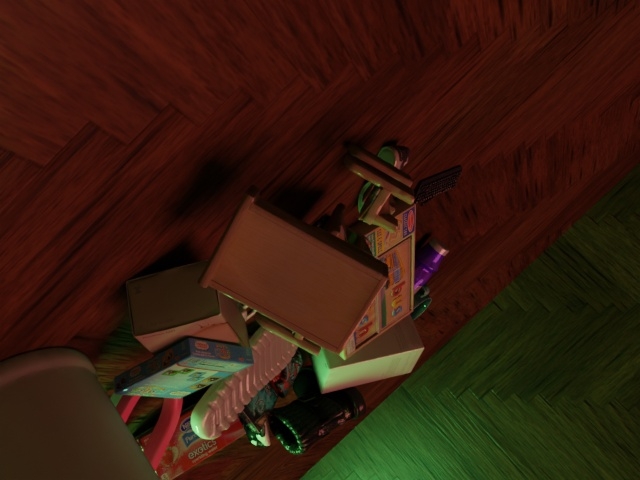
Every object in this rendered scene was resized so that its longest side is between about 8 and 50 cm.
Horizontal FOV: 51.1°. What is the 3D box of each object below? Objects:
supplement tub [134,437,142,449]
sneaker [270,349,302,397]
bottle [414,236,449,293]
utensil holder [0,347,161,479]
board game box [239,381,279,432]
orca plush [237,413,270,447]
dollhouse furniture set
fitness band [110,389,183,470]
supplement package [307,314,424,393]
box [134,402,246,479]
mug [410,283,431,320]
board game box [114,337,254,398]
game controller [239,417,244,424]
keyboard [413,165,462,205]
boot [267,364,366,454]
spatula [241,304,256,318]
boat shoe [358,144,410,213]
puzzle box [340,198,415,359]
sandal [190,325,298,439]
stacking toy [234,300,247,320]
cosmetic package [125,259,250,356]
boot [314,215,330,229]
[{"bbox_3d":[-0.476,0.472,1.510,0.106,0.106,0.197,-35,156,-16],"label":"supplement tub"},{"bbox_3d":[-0.111,0.350,1.923,0.125,0.104,0.261,-52,166,-27],"label":"sneaker"},{"bbox_3d":[0.283,0.113,2.086,0.282,0.092,0.118,-50,176,19],"label":"bottle"},{"bbox_3d":[-0.449,0.432,1.128,0.328,0.385,0.327,-34,155,-18],"label":"utensil holder"},{"bbox_3d":[-0.183,0.407,1.779,0.126,0.026,0.186,-61,137,-38],"label":"board game box"},{"bbox_3d":[-0.212,0.479,1.891,0.102,0.151,0.287,-10,133,-4],"label":"orca plush"},{"bbox_3d":[-0.028,0.008,1.222,0.362,0.257,0.394,-59,-176,16],"label":"dollhouse furniture set"},{"bbox_3d":[-0.396,0.414,1.449,0.290,0.054,0.209,-66,149,-26],"label":"fitness band"},{"bbox_3d":[0.124,0.311,1.979,0.293,0.175,0.177,-10,147,-16],"label":"supplement package"},{"bbox_3d":[-0.340,0.505,1.712,0.257,0.128,0.123,-23,174,-37],"label":"box"},{"bbox_3d":[0.308,0.199,2.281,0.157,0.097,0.129,-47,156,10],"label":"mug"},{"bbox_3d":[-0.256,0.245,1.258,0.212,0.039,0.160,-30,150,28],"label":"board game box"},{"bbox_3d":[-0.272,0.516,1.988,0.319,0.067,0.166,-23,136,-39],"label":"game controller"},{"bbox_3d":[0.307,-0.137,1.792,0.180,0.023,0.108,-22,150,-37],"label":"keyboard"},{"bbox_3d":[-0.057,0.506,2.041,0.260,0.131,0.348,-24,-166,-29],"label":"boot"},{"bbox_3d":[-0.188,0.169,1.547,0.242,0.019,0.168,-38,157,-9],"label":"spatula"},{"bbox_3d":[0.145,-0.125,1.491,0.065,0.075,0.206,-19,143,-37],"label":"boat shoe"},{"bbox_3d":[0.138,0.107,1.768,0.272,0.052,0.408,-32,138,-25],"label":"puzzle box"},{"bbox_3d":[-0.192,0.307,1.675,0.416,0.102,0.169,-44,139,-39],"label":"sandal"},{"bbox_3d":[-0.114,0.068,1.447,0.167,0.052,0.221,-26,144,-33],"label":"stacking toy"},{"bbox_3d":[-0.239,0.163,1.277,0.160,0.113,0.309,-15,154,-1],"label":"cosmetic package"},{"bbox_3d":[0.000,0.000,1.523,0.099,0.045,0.121,-44,159,-10],"label":"boot"}]
